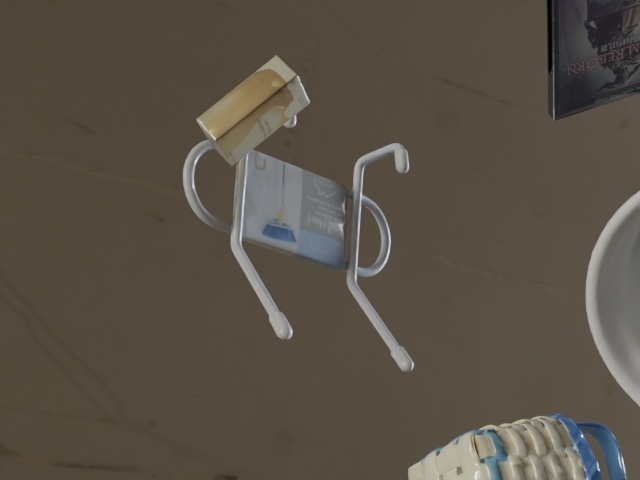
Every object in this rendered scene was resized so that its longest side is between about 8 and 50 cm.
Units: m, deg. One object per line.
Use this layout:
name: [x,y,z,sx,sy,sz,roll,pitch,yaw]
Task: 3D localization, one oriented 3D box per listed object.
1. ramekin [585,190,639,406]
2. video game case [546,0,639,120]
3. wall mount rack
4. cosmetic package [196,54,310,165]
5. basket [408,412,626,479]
ramekin: [0.390,0.041,1.094,0.135,0.277,0.277,-38,-60,-53]
video game case: [0.384,-0.291,1.573,0.196,0.026,0.274,-18,-45,-7]
wall mount rack: [0.000,0.000,1.488,0.350,0.130,0.304,18,-114,-40]
cosmetic package: [-0.072,-0.141,1.336,0.115,0.041,0.060,-40,-30,-5]
basket: [0.249,0.315,1.360,0.289,0.201,0.254,10,-125,-29]
